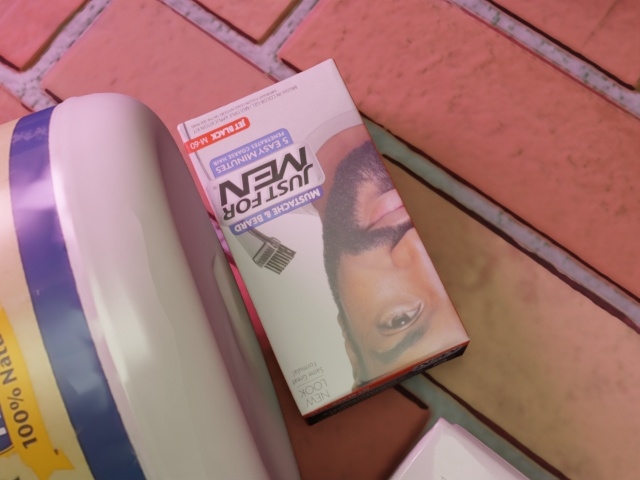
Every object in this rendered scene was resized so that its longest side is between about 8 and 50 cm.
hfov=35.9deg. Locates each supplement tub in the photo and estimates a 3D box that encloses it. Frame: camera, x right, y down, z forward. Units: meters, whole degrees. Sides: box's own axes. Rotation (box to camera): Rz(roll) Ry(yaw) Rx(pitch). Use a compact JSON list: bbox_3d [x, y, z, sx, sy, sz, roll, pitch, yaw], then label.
[{"bbox_3d":[-0.183,0.091,0.416,0.316,0.228,0.228,-20,74,-1],"label":"supplement tub"}]

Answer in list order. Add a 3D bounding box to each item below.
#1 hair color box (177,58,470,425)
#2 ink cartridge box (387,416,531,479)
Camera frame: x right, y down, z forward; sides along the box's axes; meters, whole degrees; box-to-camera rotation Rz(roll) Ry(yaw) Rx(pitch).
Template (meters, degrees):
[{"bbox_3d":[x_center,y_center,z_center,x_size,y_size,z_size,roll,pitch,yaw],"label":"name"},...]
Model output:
[{"bbox_3d":[0.000,0.000,0.518,0.093,0.053,0.167,-24,75,-3],"label":"hair color box"},{"bbox_3d":[0.057,0.273,0.358,0.272,0.130,0.309,37,80,11],"label":"ink cartridge box"}]
